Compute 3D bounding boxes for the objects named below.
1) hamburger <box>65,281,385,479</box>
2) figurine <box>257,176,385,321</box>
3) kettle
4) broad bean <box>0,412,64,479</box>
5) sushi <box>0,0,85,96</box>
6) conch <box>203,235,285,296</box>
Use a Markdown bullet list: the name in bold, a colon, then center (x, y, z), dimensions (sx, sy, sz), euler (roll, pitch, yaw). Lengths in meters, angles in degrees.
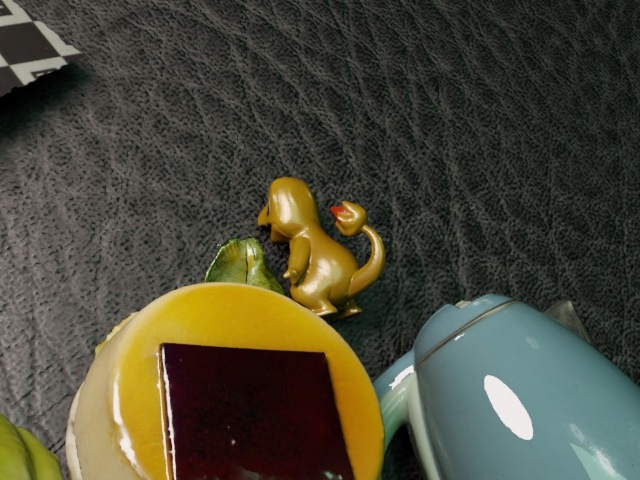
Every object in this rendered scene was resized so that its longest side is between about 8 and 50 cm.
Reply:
- **hamburger**: center (-0.083, 0.182, 0.780), dimensions (0.300, 0.176, 0.300), euler (19, 44, -19)
- **figurine**: center (0.002, -0.004, 0.945), dimensions (0.121, 0.122, 0.176), euler (0, 53, -57)
- **kettle**: center (0.189, 0.229, 0.860), dimensions (0.319, 0.247, 0.342), euler (-34, 71, -3)
- **broad bean**: center (-0.341, 0.217, 0.663), dimensions (0.290, 0.119, 0.238), euler (0, 38, 15)
- **sushi**: center (-0.484, -0.201, 0.891), dimensions (0.320, 0.069, 0.339), euler (37, 43, 9)
- **conch**: center (-0.083, 0.051, 0.915), dimensions (0.089, 0.074, 0.121), euler (2, 69, -31)
